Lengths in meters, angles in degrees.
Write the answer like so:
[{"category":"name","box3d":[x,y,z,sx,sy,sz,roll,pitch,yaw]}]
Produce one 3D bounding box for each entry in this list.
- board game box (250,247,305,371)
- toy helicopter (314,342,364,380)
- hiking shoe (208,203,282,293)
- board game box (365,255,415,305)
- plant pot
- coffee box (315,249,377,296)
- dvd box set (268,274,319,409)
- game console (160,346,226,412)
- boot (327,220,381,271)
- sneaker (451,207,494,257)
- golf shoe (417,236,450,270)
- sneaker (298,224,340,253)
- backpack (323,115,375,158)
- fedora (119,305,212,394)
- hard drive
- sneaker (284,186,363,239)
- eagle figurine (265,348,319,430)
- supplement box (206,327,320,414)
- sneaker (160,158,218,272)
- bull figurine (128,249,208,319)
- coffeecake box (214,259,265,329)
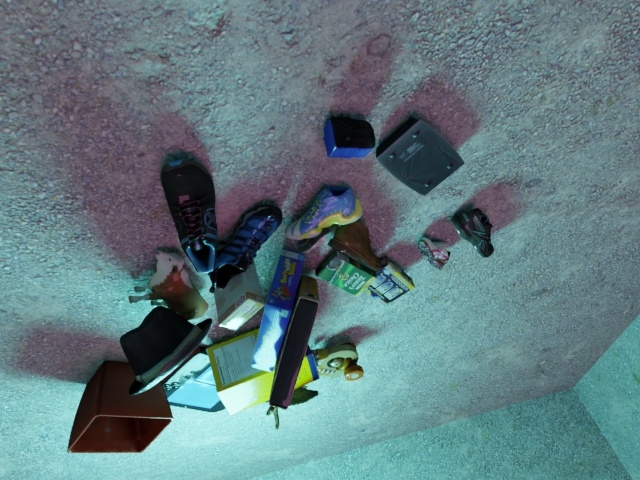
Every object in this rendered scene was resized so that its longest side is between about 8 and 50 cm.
[{"category":"board game box","box3d":[-0.139,0.230,1.637,0.078,0.233,0.347,15,133,-2]},{"category":"toy helicopter","box3d":[-0.009,0.534,2.126,0.355,0.140,0.235,-30,137,14]},{"category":"hiking shoe","box3d":[-0.211,0.025,1.457,0.304,0.132,0.113,-41,137,23]},{"category":"board game box","box3d":[0.234,0.148,1.827,0.141,0.048,0.170,-36,125,20]},{"category":"plant pot","box3d":[-0.706,0.578,1.793,0.267,0.236,0.267,19,127,-37]},{"category":"coffee box","box3d":[0.089,0.113,1.725,0.184,0.040,0.113,30,121,-25]},{"category":"dvd box set","box3d":[-0.076,0.283,1.535,0.062,0.420,0.308,16,94,-2]},{"category":"game console","box3d":[-0.445,0.570,2.036,0.342,0.060,0.386,-39,138,21]},{"category":"boot","box3d":[0.138,0.018,1.631,0.115,0.112,0.305,-63,147,-4]},{"category":"sneaker","box3d":[0.557,-0.024,1.760,0.106,0.101,0.267,-39,138,18]},{"category":"golf shoe","box3d":[0.402,0.030,1.793,0.086,0.067,0.186,-52,137,-4]},{"category":"sneaker","box3d":[0.000,0.000,1.584,0.152,0.054,0.061,-33,142,13]},{"category":"backpack","box3d":[0.073,-0.258,1.291,0.120,0.098,0.101,-4,167,-19]},{"category":"fedora","box3d":[-0.467,0.285,1.455,0.334,0.334,0.152,-36,100,18]},{"category":"hard drive","box3d":[0.279,-0.238,1.432,0.172,0.054,0.254,-40,137,23]},{"category":"sneaker","box3d":[-0.003,-0.092,1.471,0.240,0.091,0.126,-20,122,0]},{"category":"eagle figurine","box3d":[-0.134,0.575,2.018,0.225,0.226,0.298,-27,160,-44]},{"category":"supplement box","box3d":[-0.210,0.457,1.873,0.356,0.194,0.195,-20,137,-9]},{"category":"sneaker","box3d":[-0.319,-0.058,1.311,0.125,0.140,0.341,-13,139,-6]},{"category":"bull figurine","box3d":[-0.454,0.157,1.531,0.188,0.101,0.310,-18,138,2]},{"category":"coffeecake box","box3d":[-0.254,0.153,1.542,0.142,0.186,0.068,-41,136,24]}]
